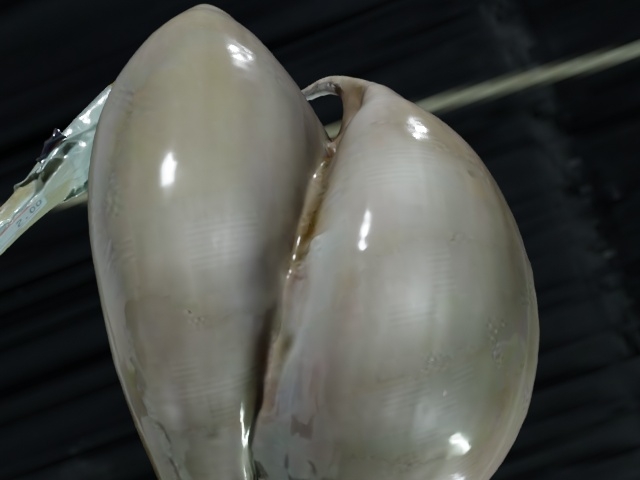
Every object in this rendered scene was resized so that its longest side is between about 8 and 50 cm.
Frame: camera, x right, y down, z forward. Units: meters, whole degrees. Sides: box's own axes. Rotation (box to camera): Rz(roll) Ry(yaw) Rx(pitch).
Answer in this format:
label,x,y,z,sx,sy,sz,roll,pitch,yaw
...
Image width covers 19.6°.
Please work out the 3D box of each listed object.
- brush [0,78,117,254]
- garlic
label,x,y,z,sx,sy,sz,roll,pitch,yaw
brush,-0.192,0.001,1.095,0.020,0.336,0.085,41,-12,9
garlic,0.000,0.000,1.024,0.246,0.231,0.340,68,17,-56
